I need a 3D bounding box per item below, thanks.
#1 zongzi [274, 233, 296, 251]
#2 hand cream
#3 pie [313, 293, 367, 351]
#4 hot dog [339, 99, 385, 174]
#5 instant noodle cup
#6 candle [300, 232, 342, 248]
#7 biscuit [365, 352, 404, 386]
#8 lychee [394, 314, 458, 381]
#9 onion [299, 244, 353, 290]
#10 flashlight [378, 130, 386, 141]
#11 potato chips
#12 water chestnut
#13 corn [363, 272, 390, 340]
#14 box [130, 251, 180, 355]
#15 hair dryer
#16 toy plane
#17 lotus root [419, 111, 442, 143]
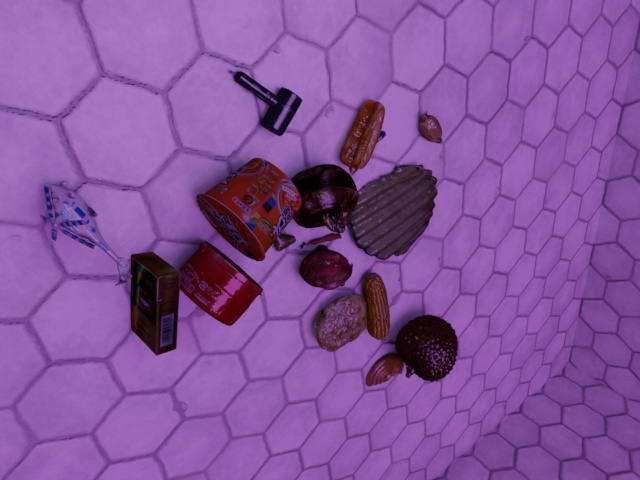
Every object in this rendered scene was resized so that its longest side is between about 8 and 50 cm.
[{"bbox_3d":[-0.124,-0.016,1.539,0.076,0.040,0.083,-32,111,-30],"label":"zongzi"},{"bbox_3d":[-0.290,0.123,1.349,0.149,0.230,0.230,-48,132,-8],"label":"hand cream"},{"bbox_3d":[0.078,0.301,1.815,0.248,0.090,0.200,-24,114,-27],"label":"pie"},{"bbox_3d":[0.137,-0.332,1.539,0.248,0.102,0.076,-69,161,0],"label":"hot dog"},{"bbox_3d":[-0.187,-0.094,1.320,0.192,0.251,0.250,-48,133,-22],"label":"instant noodle cup"},{"bbox_3d":[-0.001,-0.001,1.647,0.168,0.021,0.026,-14,94,-31],"label":"candle"},{"bbox_3d":[0.306,0.582,2.170,0.225,0.033,0.144,-8,117,-36],"label":"biscuit"},{"bbox_3d":[0.464,0.472,2.078,0.304,0.276,0.275,-53,133,-12],"label":"lychee"},{"bbox_3d":[0.017,0.084,1.628,0.184,0.184,0.146,26,52,-43],"label":"onion"},{"bbox_3d":[0.175,-0.331,1.606,0.121,0.035,0.057,-37,126,-17],"label":"flashlight"},{"bbox_3d":[0.284,-0.096,1.793,0.430,0.070,0.358,-32,125,-23],"label":"potato chips"},{"bbox_3d":[0.005,-0.118,1.453,0.224,0.237,0.223,-18,165,-5],"label":"water chestnut"},{"bbox_3d":[0.228,0.260,1.903,0.102,0.102,0.312,-24,123,-27],"label":"corn"},{"bbox_3d":[-0.451,0.169,1.291,0.071,0.159,0.239,-11,117,-42],"label":"box"},{"bbox_3d":[-0.161,-0.391,1.300,0.219,0.072,0.124,31,92,-36],"label":"hair dryer"},{"bbox_3d":[-0.540,-0.024,1.124,0.273,0.182,0.107,38,48,-13],"label":"toy plane"},{"bbox_3d":[0.397,-0.408,1.723,0.073,0.062,0.150,-36,132,11],"label":"lotus root"}]
